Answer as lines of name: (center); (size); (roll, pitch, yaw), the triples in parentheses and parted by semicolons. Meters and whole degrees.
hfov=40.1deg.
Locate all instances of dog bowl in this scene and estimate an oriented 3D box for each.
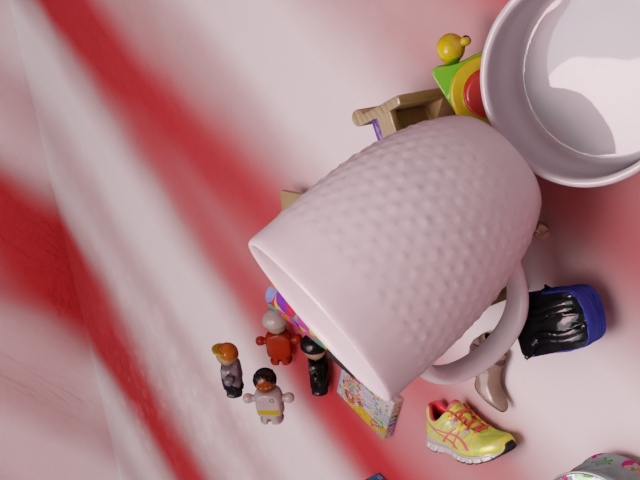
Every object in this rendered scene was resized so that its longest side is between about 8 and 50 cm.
dog bowl: (0.340, -0.205, 1.092); (0.265, 0.104, 0.265); (15, 115, 36)

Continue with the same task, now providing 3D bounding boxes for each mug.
mug: (0.143, 0.035, 1.177); (0.374, 0.328, 0.276); (53, 170, -25)

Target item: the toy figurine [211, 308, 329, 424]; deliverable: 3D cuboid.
toy figurine: (-0.100, 0.260, 1.849); (0.213, 0.209, 0.148); (31, 138, 43)

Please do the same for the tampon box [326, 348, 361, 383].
tampon box: (0.107, 0.160, 1.564); (0.101, 0.161, 0.120); (35, 131, 42)

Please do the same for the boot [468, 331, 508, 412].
boot: (0.285, 0.213, 1.446); (0.118, 0.042, 0.087); (51, 137, 28)

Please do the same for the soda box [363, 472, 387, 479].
soda box: (0.110, 0.594, 1.821); (0.071, 0.067, 0.210); (32, 128, 43)

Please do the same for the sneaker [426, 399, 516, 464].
sneaker: (0.247, 0.323, 1.509); (0.208, 0.081, 0.094); (-4, 98, 55)

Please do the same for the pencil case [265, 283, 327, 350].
pencil case: (-0.014, 0.143, 1.781); (0.236, 0.104, 0.104); (27, 124, 47)

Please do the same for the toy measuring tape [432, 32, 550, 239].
toy measuring tape: (0.277, -0.163, 1.268); (0.330, 0.121, 0.121); (57, 145, -5)

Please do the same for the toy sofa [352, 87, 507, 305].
toy sofa: (0.172, -0.051, 1.400); (0.177, 0.150, 0.363); (-19, 88, 54)

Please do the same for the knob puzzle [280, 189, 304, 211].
knob puzzle: (0.000, 0.000, 1.756); (0.213, 0.030, 0.213); (21, 123, 36)

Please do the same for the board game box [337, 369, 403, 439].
board game box: (0.097, 0.310, 1.758); (0.154, 0.026, 0.103); (41, 134, 38)

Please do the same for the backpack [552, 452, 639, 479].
backpack: (0.402, 0.441, 1.244); (0.225, 0.191, 0.254); (35, 115, 37)

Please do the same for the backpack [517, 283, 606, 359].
backpack: (0.349, 0.107, 1.260); (0.120, 0.101, 0.098); (-20, 89, 51)
